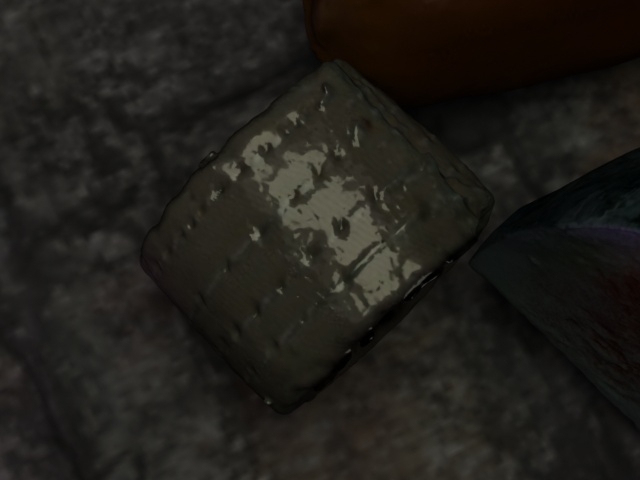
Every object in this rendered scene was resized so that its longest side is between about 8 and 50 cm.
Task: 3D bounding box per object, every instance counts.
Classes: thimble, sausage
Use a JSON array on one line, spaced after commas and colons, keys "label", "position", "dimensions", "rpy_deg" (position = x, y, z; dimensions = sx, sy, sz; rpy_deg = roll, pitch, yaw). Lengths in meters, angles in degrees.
[{"label": "thimble", "position": [0.000, 0.000, 0.676], "dimensions": [0.090, 0.102, 0.115], "rpy_deg": [46, 109, 9]}, {"label": "sausage", "position": [0.106, -0.119, 0.733], "dimensions": [0.238, 0.098, 0.098], "rpy_deg": [-15, 76, -12]}]

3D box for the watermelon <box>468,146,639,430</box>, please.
[{"label": "watermelon", "position": [0.192, 0.051, 0.643], "dimensions": [0.289, 0.320, 0.214], "rpy_deg": [6, 110, 13]}]
